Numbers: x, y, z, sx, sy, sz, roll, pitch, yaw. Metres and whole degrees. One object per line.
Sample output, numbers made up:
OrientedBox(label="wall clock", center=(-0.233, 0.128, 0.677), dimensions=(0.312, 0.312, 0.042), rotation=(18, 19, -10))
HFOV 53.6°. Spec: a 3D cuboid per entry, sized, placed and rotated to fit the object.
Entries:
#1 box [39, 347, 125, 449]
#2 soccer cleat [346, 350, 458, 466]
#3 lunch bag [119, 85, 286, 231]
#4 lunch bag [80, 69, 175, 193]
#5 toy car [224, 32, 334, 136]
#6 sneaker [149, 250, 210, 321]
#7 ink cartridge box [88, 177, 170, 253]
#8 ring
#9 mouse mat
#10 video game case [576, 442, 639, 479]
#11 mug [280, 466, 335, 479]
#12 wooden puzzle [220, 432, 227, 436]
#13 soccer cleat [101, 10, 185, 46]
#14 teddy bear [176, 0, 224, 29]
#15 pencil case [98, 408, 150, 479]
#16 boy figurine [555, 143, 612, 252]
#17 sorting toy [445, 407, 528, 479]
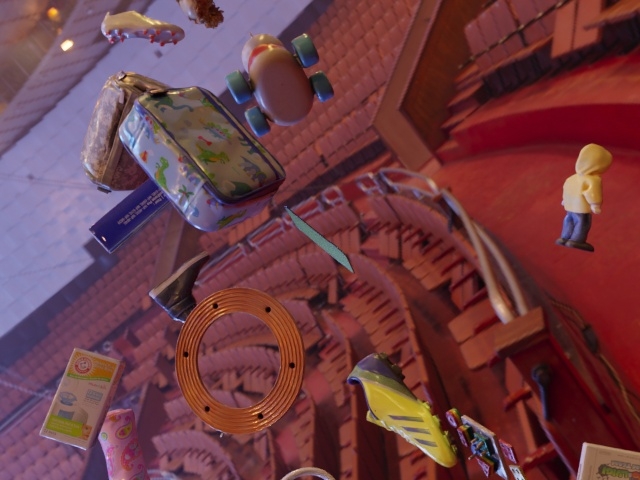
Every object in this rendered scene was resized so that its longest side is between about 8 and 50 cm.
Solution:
OrientedBox(label="box", center=(-0.543, 0.361, 1.462), dimensions=(0.103, 0.114, 0.203), rotation=(128, 161, -73))
OrientedBox(label="soccer cleat", center=(0.164, 0.358, 1.300), dimensions=(0.121, 0.289, 0.093), rotation=(-38, -36, -5))
OrientedBox(label="lunch bag", center=(-0.166, -0.126, 0.921), dimensions=(0.090, 0.219, 0.176), rotation=(-48, -13, 33))
OrientedBox(label="lunch bag", center=(-0.506, -0.292, 1.696), dimensions=(0.256, 0.212, 0.305), rotation=(-102, 34, -70))
OrientedBox(label="toy car", center=(-0.121, -0.419, 1.567), dimensions=(0.219, 0.210, 0.238), rotation=(-28, 46, 2))
OrientedBox(label="sneaker", center=(-0.402, 0.156, 2.005), dimensions=(0.226, 0.163, 0.086), rotation=(-41, -2, -2))
OrientedBox(label="ink cartridge box", center=(-0.379, -0.051, 1.271), dimensions=(0.165, 0.065, 0.332), rotation=(-43, 13, -15))
OrientedBox(label="ring", center=(-0.188, 0.277, 1.476), dimensions=(0.336, 0.337, 0.032), rotation=(-39, -19, 13))
OrientedBox(label="mouse mat", center=(0.000, 0.000, 1.436), dimensions=(0.007, 0.189, 0.152), rotation=(-49, -20, -8))
OrientedBox(label="video game case", center=(0.534, 0.445, 1.125), dimensions=(0.019, 0.157, 0.143), rotation=(64, -143, -88))
OrientedBox(label="mug", center=(-0.020, 0.878, 1.905), dimensions=(0.328, 0.374, 0.276), rotation=(-9, -23, -13))
OrientedBox(label="wooden puzzle", center=(-0.255, 0.506, 1.758), dimensions=(0.049, 0.006, 0.083), rotation=(11, 66, 58))
OrientedBox(label="soccer cleat", center=(-0.422, -0.512, 1.511), dimensions=(0.196, 0.076, 0.068), rotation=(1, -18, -4))
OrientedBox(label="teddy bear", center=(-0.304, -0.631, 1.516), dimensions=(0.113, 0.245, 0.338), rotation=(-29, 12, 9))
OrientedBox(label="pencil case", center=(-0.560, 0.625, 1.803), dimensions=(0.124, 0.284, 0.124), rotation=(-15, -6, -2))
OrientedBox(label="boy figurine", center=(0.715, -0.118, 1.728), dimensions=(0.177, 0.092, 0.285), rotation=(-153, 74, -81))
OrientedBox(label="sorting toy", center=(0.399, 0.520, 1.561), dimensions=(0.046, 0.132, 0.274), rotation=(-26, 15, -17))
